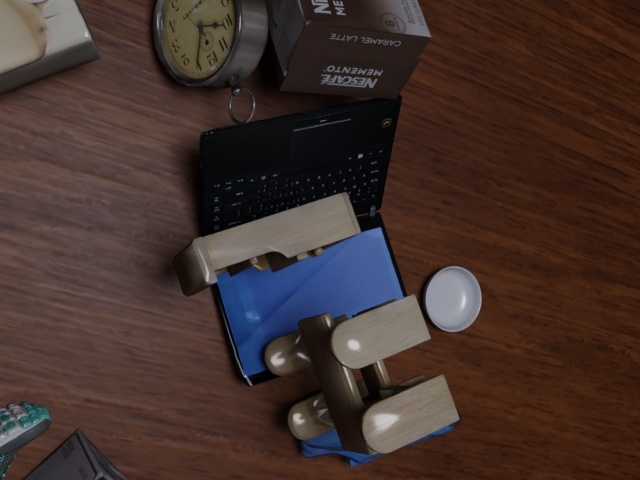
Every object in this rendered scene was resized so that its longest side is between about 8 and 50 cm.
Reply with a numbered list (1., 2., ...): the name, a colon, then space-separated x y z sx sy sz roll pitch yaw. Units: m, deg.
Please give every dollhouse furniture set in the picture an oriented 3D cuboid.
1. dollhouse furniture set: -0.021 0.098 0.728 0.161 0.212 0.242 -19 86 -23

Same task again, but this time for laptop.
1. laptop: 0.000 0.000 0.831 0.234 0.136 0.264 -15 137 -23

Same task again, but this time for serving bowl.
1. serving bowl: 0.165 0.075 0.964 0.083 0.027 0.083 1 89 -23

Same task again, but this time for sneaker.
1. sneaker: 0.071 0.228 0.909 0.209 0.069 0.082 5 106 -25
2. sneaker: -0.337 0.226 0.741 0.166 0.065 0.076 -32 118 -17

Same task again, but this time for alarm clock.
1. alarm clock: -0.107 -0.209 0.791 0.064 0.129 0.192 -5 72 -52

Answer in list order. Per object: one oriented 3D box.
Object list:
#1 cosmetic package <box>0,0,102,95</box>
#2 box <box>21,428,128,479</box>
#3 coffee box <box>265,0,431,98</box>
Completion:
1. cosmetic package: -0.373 -0.187 0.661 0.310 0.113 0.160 -24 99 -8
2. box: -0.299 0.325 0.692 0.290 0.169 0.087 -43 107 -19
3. coffee box: 0.008 -0.280 0.806 0.141 0.098 0.246 0 60 -22
